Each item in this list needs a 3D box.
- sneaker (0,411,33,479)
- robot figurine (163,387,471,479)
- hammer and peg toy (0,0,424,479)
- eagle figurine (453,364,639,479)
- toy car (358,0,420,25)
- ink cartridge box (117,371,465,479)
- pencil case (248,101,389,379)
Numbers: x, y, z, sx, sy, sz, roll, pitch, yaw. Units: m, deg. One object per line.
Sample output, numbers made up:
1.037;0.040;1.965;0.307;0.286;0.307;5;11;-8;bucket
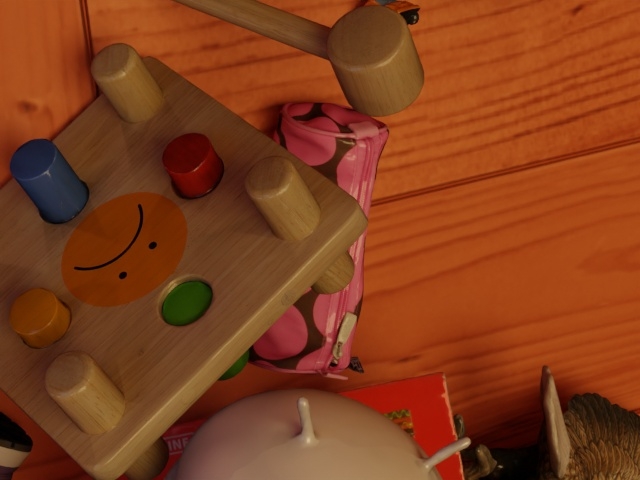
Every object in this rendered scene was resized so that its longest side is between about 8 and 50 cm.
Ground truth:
-0.344;0.145;1.326;0.283;0.107;0.124;27;95;-31;sneaker
-0.038;0.241;1.286;0.300;0.200;0.353;7;128;-36;robot figurine
-0.099;-0.029;1.336;0.361;0.266;0.127;-46;141;-11;hammer and peg toy
0.213;0.239;1.604;0.298;0.225;0.226;20;83;-20;eagle figurine
0.073;-0.186;1.510;0.122;0.060;0.040;-31;72;-36;toy car
-0.012;0.244;1.446;0.275;0.060;0.239;-12;93;5;ink cartridge box
0.000;0.000;1.472;0.095;0.098;0.209;1;102;-28;pencil case
